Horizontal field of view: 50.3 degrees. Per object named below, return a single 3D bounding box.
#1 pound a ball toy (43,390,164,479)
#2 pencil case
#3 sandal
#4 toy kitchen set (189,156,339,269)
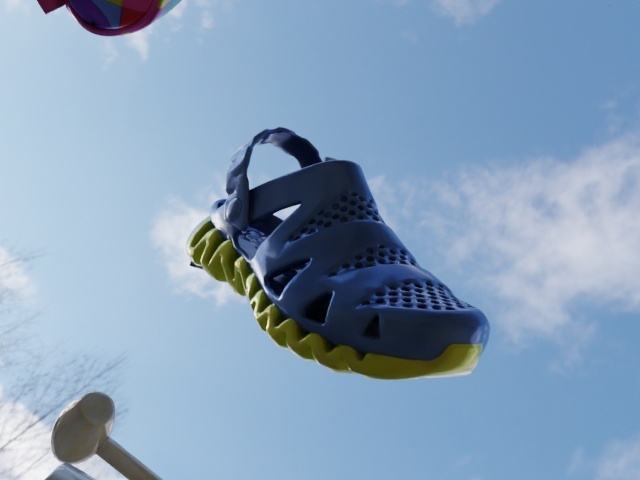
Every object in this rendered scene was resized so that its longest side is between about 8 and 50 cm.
[{"bbox_3d":[-0.097,0.239,0.469,0.319,0.208,0.136,30,-56,5],"label":"pound a ball toy"},{"bbox_3d":[-0.135,-0.253,0.567,0.104,0.236,0.104,10,-52,13],"label":"pencil case"},{"bbox_3d":[0.000,0.000,0.522,0.317,0.126,0.138,30,-75,46],"label":"sandal"},{"bbox_3d":[-0.068,-0.016,0.920,0.166,0.122,0.207,17,-54,-16],"label":"toy kitchen set"}]
